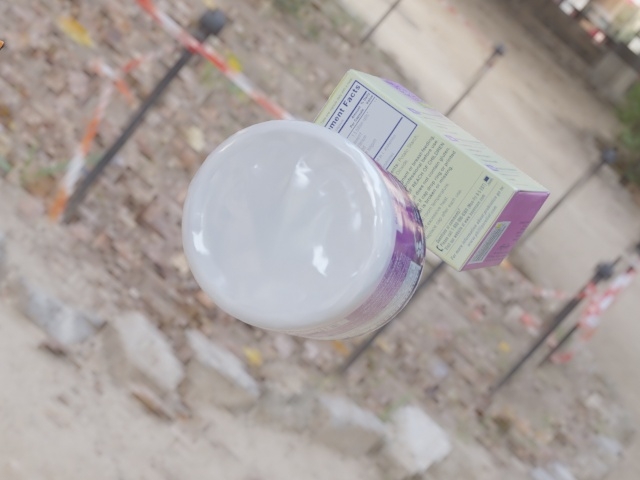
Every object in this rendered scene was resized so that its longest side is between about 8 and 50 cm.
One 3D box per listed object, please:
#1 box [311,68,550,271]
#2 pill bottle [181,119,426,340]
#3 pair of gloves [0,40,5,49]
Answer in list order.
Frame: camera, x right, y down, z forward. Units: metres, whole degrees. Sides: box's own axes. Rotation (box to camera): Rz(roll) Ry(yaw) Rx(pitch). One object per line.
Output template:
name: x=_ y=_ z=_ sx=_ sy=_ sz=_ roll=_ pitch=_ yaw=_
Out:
box: x=0.125 y=-0.081 z=1.945 sx=0.243 sy=0.117 sz=0.213 roll=38 pitch=12 yaw=13
pill bottle: x=0.000 y=0.000 z=1.403 sx=0.169 sy=0.169 sz=0.301 roll=44 pitch=4 yaw=12
pair of gloves: x=-0.372 y=-0.189 z=1.679 sx=0.074 sy=0.083 sz=0.010 roll=9 pitch=56 yaw=-47
